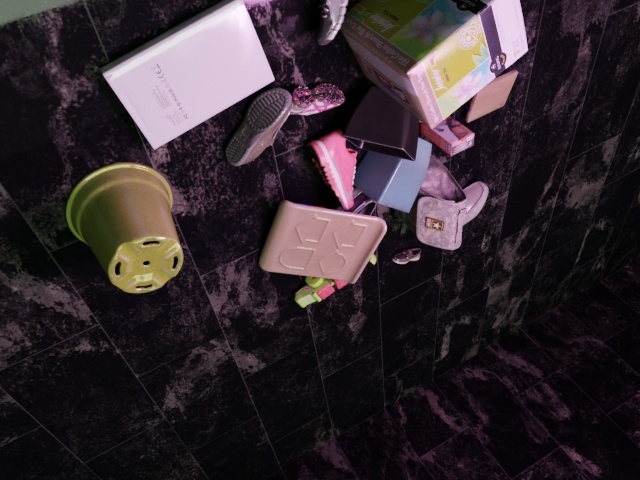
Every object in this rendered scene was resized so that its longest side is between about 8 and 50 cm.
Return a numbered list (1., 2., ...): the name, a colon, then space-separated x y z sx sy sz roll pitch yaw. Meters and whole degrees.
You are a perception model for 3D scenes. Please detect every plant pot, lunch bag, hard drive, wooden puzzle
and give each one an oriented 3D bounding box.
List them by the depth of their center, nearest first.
1. hard drive: -0.303 -0.397 1.322 0.353 0.047 0.233 -32 140 -7
2. plant pot: -0.473 -0.014 1.397 0.276 0.254 0.276 -20 137 -20
3. plant pot: 0.196 -0.345 1.615 0.187 0.188 0.167 6 101 -70
4. plant pot: 0.244 -0.242 1.801 0.165 0.166 0.234 12 112 -44
5. wooden puzzle: 0.000 0.000 1.821 0.348 0.080 0.322 12 135 -15
6. lunch bag: 0.389 -0.123 1.922 0.169 0.287 0.235 -26 140 -16

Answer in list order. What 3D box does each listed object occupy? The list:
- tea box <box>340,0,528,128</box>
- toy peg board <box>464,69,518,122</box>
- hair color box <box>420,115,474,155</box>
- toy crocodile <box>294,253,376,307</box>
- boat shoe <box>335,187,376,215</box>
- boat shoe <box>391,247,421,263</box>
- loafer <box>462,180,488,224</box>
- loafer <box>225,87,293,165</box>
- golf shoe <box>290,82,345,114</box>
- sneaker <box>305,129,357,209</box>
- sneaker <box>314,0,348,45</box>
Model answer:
1. tea box: 0.281 -0.525 1.419 0.323 0.329 0.220 -41 141 2
2. toy peg board: 0.555 -0.505 1.862 0.161 0.079 0.160 -26 155 -14
3. hair color box: 0.413 -0.353 1.812 0.093 0.167 0.053 -27 139 -14
4. toy crocodile: 0.054 0.138 2.060 0.340 0.105 0.115 -35 141 -4
5. boat shoe: 0.086 -0.040 1.914 0.108 0.102 0.301 22 112 -47
6. boat shoe: 0.352 0.058 2.255 0.152 0.056 0.049 -12 130 -42
7. loafer: 0.531 -0.106 2.183 0.319 0.112 0.111 -51 148 16
8. loafer: -0.160 -0.307 1.499 0.251 0.094 0.087 -45 166 22
9. golf shoe: -0.017 -0.390 1.544 0.186 0.067 0.086 -13 166 -34
10. sneaker: 0.070 -0.214 1.729 0.136 0.116 0.314 -37 142 -7
11. sneaker: 0.006 -0.604 1.341 0.132 0.086 0.228 13 109 -38
